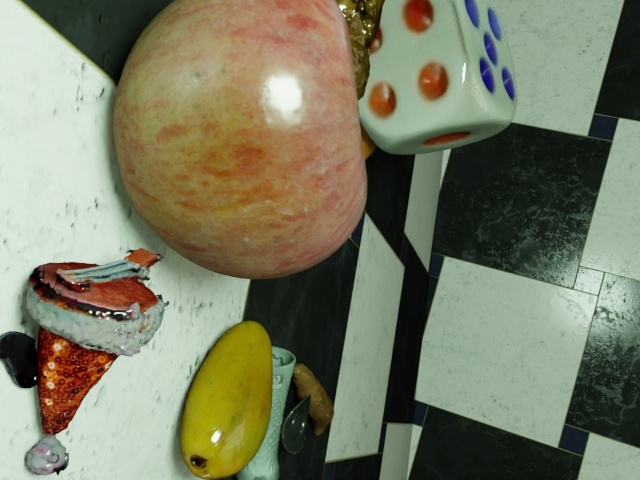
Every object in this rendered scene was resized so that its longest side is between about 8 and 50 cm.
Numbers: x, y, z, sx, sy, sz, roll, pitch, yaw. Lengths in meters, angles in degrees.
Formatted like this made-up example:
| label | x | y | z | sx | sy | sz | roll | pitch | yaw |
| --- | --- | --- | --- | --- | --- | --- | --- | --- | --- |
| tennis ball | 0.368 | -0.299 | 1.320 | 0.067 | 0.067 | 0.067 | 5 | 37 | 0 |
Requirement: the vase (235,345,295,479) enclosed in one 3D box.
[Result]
| label | x | y | z | sx | sy | sz | roll | pitch | yaw |
| --- | --- | --- | --- | --- | --- | --- | --- | --- | --- |
| vase | -0.097 | 0.294 | 1.092 | 0.096 | 0.096 | 0.219 | -24 | 121 | -69 |

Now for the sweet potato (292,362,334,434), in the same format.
| label | x | y | z | sx | sy | sz | roll | pitch | yaw |
| --- | --- | --- | --- | --- | --- | --- | --- | --- | --- |
| sweet potato | -0.012 | 0.339 | 1.393 | 0.066 | 0.072 | 0.314 | -51 | 150 | -22 |

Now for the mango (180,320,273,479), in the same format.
| label | x | y | z | sx | sy | sz | roll | pitch | yaw |
| --- | --- | --- | --- | --- | --- | --- | --- | --- | --- |
| mango | -0.126 | 0.226 | 0.947 | 0.253 | 0.113 | 0.138 | -75 | 147 | -43 |

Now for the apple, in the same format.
| label | x | y | z | sx | sy | sz | roll | pitch | yaw |
| --- | --- | --- | --- | --- | --- | --- | --- | --- | --- |
| apple | -0.088 | -0.123 | 0.750 | 0.345 | 0.270 | 0.344 | -7 | 90 | -84 |

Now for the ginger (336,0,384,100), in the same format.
| label | x | y | z | sx | sy | sz | roll | pitch | yaw |
| --- | --- | --- | --- | --- | --- | --- | --- | --- | --- |
| ginger | 0.022 | -0.411 | 1.101 | 0.254 | 0.176 | 0.418 | -75 | 169 | -50 |

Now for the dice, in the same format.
| label | x | y | z | sx | sy | sz | roll | pitch | yaw |
| --- | --- | --- | --- | --- | --- | --- | --- | --- | --- |
| dice | 0.233 | -0.354 | 1.368 | 0.304 | 0.277 | 0.304 | -8 | 86 | -53 |

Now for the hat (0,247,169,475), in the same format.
| label | x | y | z | sx | sy | sz | roll | pitch | yaw |
| --- | --- | --- | --- | --- | --- | --- | --- | --- | --- |
| hat | -0.236 | 0.120 | 0.640 | 0.140 | 0.129 | 0.227 | -105 | -145 | -79 |

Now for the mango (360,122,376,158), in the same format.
| label | x | y | z | sx | sy | sz | roll | pitch | yaw |
| --- | --- | --- | --- | --- | --- | --- | --- | --- | --- |
| mango | 0.096 | -0.252 | 1.487 | 0.217 | 0.102 | 0.141 | -60 | 155 | -48 |

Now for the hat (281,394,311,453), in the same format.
| label | x | y | z | sx | sy | sz | roll | pitch | yaw |
| --- | --- | --- | --- | --- | --- | --- | --- | --- | --- |
| hat | -0.056 | 0.355 | 1.293 | 0.121 | 0.051 | 0.121 | 10 | 90 | -68 |
